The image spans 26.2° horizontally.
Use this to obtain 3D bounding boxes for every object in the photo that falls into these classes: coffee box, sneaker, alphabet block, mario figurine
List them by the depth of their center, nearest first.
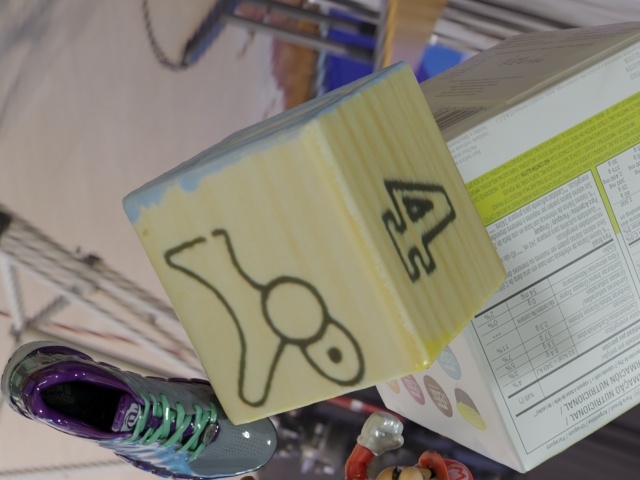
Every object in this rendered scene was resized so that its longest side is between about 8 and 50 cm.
[{"bbox_3d":[-0.129,0.141,1.037,0.098,0.223,0.083,-164,-89,-70],"label":"sneaker"},{"bbox_3d":[0.000,0.000,1.064,0.193,0.192,0.197,-38,106,-55],"label":"alphabet block"},{"bbox_3d":[0.210,-0.007,1.459,0.334,0.338,0.337,66,-17,-14],"label":"coffee box"},{"bbox_3d":[0.051,0.343,1.835,0.170,0.320,0.198,-167,-112,-78],"label":"mario figurine"}]
